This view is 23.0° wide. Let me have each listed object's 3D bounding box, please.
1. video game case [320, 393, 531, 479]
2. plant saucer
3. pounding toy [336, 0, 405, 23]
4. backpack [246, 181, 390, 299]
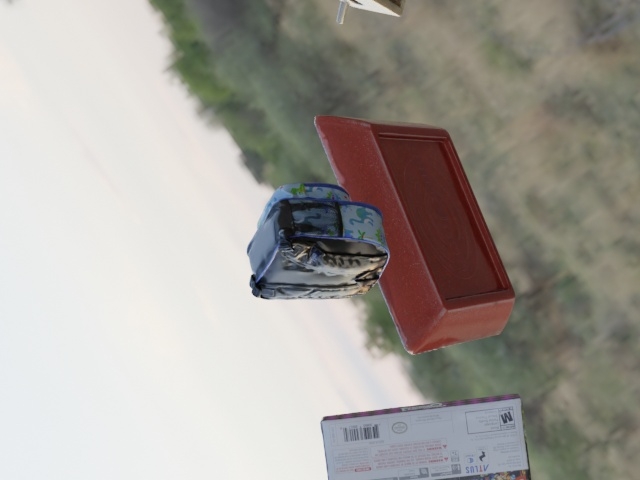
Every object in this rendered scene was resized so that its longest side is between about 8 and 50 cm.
[{"bbox_3d":[0.127,0.292,1.799,0.042,0.232,0.210,-51,-47,-85],"label":"video game case"},{"bbox_3d":[0.114,-0.019,1.648,0.259,0.047,0.258,-4,-110,-62],"label":"plant saucer"},{"bbox_3d":[0.051,-0.331,1.903,0.100,0.130,0.141,16,-179,27],"label":"pounding toy"},{"bbox_3d":[0.000,0.000,1.403,0.105,0.114,0.084,121,148,-50],"label":"backpack"}]
